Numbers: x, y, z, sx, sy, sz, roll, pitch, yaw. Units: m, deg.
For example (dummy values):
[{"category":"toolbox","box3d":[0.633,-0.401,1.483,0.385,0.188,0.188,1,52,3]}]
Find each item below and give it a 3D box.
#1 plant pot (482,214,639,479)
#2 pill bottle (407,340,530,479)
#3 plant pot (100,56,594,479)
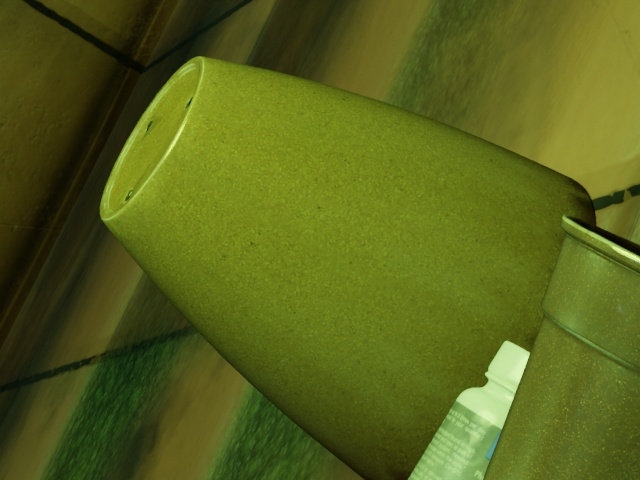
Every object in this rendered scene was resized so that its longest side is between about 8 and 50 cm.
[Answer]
[{"category":"plant pot","box3d":[0.147,0.098,0.852,0.165,0.167,0.167,-66,17,6]},{"category":"pill bottle","box3d":[0.093,0.128,1.054,0.137,0.078,0.078,-59,18,0]},{"category":"plant pot","box3d":[0.000,0.000,1.226,0.237,0.254,0.237,-49,21,26]}]
